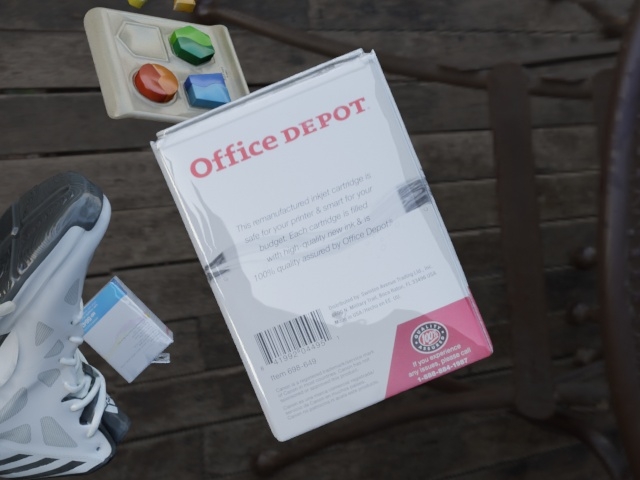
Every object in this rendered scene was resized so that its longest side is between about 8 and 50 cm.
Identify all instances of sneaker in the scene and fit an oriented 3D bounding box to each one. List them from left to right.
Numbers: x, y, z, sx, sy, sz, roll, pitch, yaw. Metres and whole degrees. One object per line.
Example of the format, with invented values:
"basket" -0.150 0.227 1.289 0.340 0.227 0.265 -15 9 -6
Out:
"sneaker" -0.317 0.125 1.366 0.257 0.169 0.447 26 118 -28

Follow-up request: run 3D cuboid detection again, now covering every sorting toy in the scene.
"sorting toy" -0.232 -0.297 1.674 0.229 0.041 0.307 0 55 -31

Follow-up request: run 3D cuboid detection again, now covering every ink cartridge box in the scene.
"ink cartridge box" -0.284 0.136 1.639 0.090 0.092 0.143 -44 97 -2
"ink cartridge box" 0.000 0.000 0.760 0.159 0.092 0.218 -22 97 0

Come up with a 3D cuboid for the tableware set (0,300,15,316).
"tableware set" -0.365 0.063 0.987 0.194 0.039 0.128 28 49 -40
